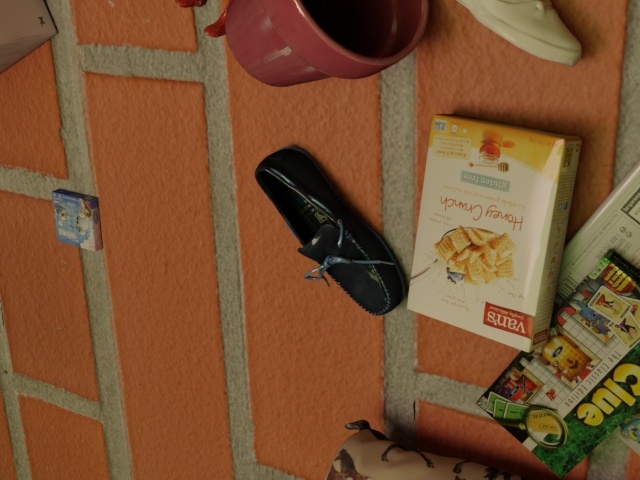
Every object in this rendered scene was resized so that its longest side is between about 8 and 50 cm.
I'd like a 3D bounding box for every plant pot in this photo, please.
[{"bbox_3d":[-0.009,-0.263,0.985,0.180,0.201,0.201,-19,97,53],"label":"plant pot"}]

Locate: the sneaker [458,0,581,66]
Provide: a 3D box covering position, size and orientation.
[{"bbox_3d":[0.198,-0.268,0.907,0.212,0.080,0.094,42,114,15],"label":"sneaker"}]

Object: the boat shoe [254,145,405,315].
[{"bbox_3d":[0.000,0.000,1.133,0.258,0.089,0.109,48,127,9],"label":"boat shoe"}]

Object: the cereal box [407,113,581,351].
[{"bbox_3d":[0.190,-0.013,0.986,0.173,0.047,0.240,18,108,40],"label":"cereal box"}]

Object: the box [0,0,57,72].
[{"bbox_3d":[-0.616,-0.316,1.346,0.345,0.215,0.168,-19,97,37],"label":"box"}]

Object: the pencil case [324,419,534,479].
[{"bbox_3d":[0.200,0.352,1.084,0.410,0.183,0.159,10,119,28],"label":"pencil case"}]

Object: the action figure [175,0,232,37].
[{"bbox_3d":[-0.103,-0.369,1.033,0.091,0.139,0.280,46,124,9],"label":"action figure"}]

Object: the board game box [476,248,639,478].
[{"bbox_3d":[0.298,0.146,0.981,0.136,0.030,0.259,39,125,13],"label":"board game box"}]

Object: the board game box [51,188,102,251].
[{"bbox_3d":[-0.402,-0.034,1.436,0.090,0.020,0.090,13,116,30],"label":"board game box"}]

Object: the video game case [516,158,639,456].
[{"bbox_3d":[0.395,0.086,0.934,0.300,0.036,0.329,42,125,14],"label":"video game case"}]
